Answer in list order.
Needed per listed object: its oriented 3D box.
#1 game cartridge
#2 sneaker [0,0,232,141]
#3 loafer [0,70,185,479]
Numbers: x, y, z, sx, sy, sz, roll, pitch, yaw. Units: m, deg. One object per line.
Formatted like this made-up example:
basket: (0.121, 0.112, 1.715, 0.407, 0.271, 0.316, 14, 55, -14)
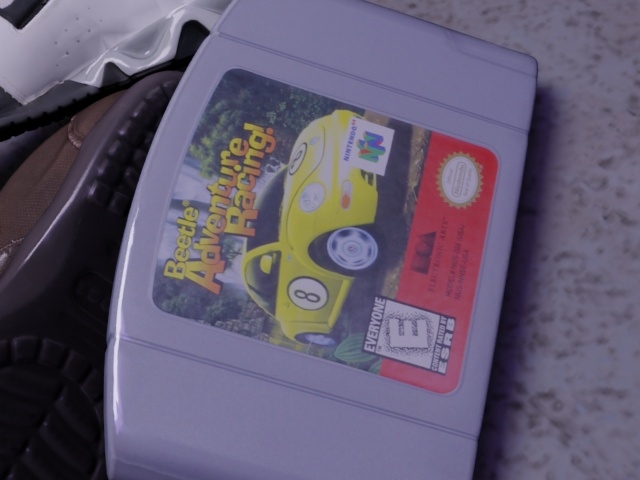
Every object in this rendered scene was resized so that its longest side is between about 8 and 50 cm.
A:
game cartridge: (0.000, 0.000, 0.537, 0.196, 0.060, 0.294, 15, 67, -3)
sneaker: (-0.171, -0.147, 0.630, 0.330, 0.122, 0.146, -26, 100, -14)
loafer: (-0.171, 0.065, 0.578, 0.130, 0.134, 0.366, 2, 50, 48)
